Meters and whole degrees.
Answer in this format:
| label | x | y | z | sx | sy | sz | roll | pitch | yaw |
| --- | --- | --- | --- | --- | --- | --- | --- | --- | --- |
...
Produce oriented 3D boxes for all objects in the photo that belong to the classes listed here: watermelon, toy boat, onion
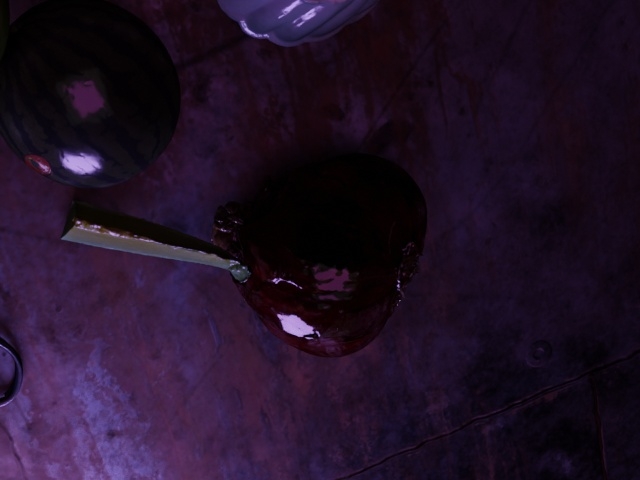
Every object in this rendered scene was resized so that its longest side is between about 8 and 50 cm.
| label | x | y | z | sx | sy | sz | roll | pitch | yaw |
| --- | --- | --- | --- | --- | --- | --- | --- | --- | --- |
| watermelon | -0.262 | -0.164 | 0.922 | 0.212 | 0.212 | 0.212 | -5 | 109 | -15 |
| toy boat | 0.010 | -0.351 | 1.000 | 0.290 | 0.100 | 0.199 | -29 | 114 | -4 |
| onion | 0.018 | 0.007 | 1.063 | 0.281 | 0.281 | 0.221 | -39 | 157 | -2 |

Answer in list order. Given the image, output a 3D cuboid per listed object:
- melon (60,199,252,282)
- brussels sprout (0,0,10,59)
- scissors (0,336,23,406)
| label | x | y | z | sx | sy | sz | roll | pitch | yaw |
| --- | --- | --- | --- | --- | --- | --- | --- | --- | --- |
| melon | -0.203 | -0.002 | 1.009 | 0.262 | 0.114 | 0.053 | 14 | 81 | 8 |
| brussels sprout | -0.446 | -0.234 | 0.752 | 0.281 | 0.289 | 0.354 | -40 | 152 | -35 |
| scissors | -0.451 | 0.081 | 1.046 | 0.109 | 0.022 | 0.299 | -9 | 109 | -17 |
